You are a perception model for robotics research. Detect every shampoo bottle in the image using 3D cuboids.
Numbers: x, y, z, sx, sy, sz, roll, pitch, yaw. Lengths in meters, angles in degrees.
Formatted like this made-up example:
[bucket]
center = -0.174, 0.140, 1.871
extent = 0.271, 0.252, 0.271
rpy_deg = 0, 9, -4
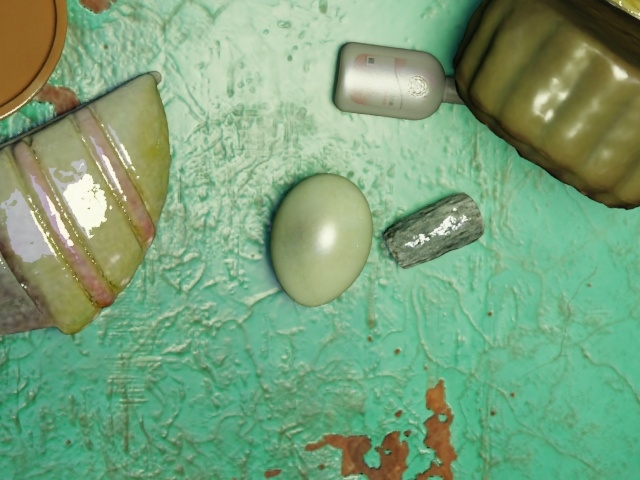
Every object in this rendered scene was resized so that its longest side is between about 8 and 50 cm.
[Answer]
[shampoo bottle]
center = 0.099, -0.176, 1.681
extent = 0.165, 0.040, 0.080
rpy_deg = 7, 95, -8

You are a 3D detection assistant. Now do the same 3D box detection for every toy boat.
[toy boat]
center = -0.298, -0.031, 1.612
extent = 0.294, 0.111, 0.276
rpy_deg = -9, 93, -7

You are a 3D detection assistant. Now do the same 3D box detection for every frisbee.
[frisbee]
center = -0.395, -0.234, 1.580
extent = 0.251, 0.021, 0.250
rpy_deg = 1, 79, -8

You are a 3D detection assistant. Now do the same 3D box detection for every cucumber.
[cucumber]
center = 0.129, -0.009, 1.698
extent = 0.112, 0.064, 0.064
rpy_deg = -26, 100, -4

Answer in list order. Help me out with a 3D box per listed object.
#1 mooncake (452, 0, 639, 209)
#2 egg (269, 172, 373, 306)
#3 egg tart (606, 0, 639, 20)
[mooncake]
center = 0.278, -0.161, 1.582
extent = 0.290, 0.290, 0.161
rpy_deg = 28, 112, -11
[egg]
center = 0.000, 0.000, 1.655
extent = 0.114, 0.114, 0.152
rpy_deg = 13, 98, -9
[egg tart]
center = 0.440, -0.411, 1.575
extent = 0.443, 0.178, 0.443
rpy_deg = 2, 115, 3
